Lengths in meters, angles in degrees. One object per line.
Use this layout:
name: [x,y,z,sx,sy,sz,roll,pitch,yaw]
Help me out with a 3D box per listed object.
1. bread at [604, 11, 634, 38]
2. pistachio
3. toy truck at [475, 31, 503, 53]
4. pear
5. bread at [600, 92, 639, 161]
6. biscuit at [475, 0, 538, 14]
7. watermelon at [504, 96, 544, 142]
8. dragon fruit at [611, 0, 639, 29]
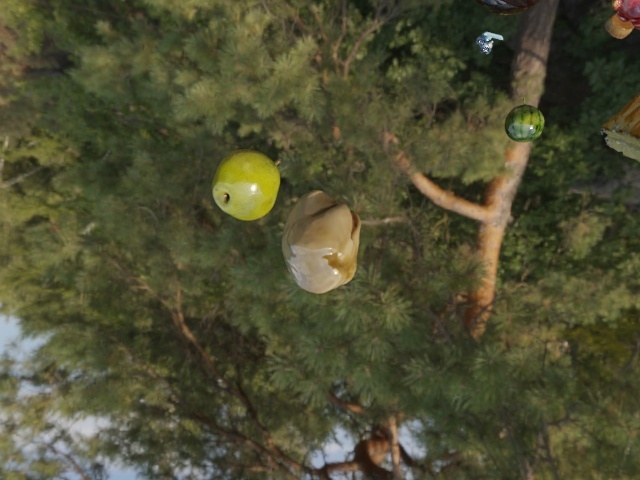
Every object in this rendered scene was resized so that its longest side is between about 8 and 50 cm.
bread: [0.952,-0.681,1.694,0.084,0.085,0.053,7,152,-2]
pistachio: [0.000,0.000,2.071,0.281,0.365,0.446,27,-148,-42]
toy truck: [0.638,-0.753,2.005,0.090,0.073,0.056,-31,-162,14]
pear: [-0.175,-0.151,1.359,0.166,0.180,0.216,20,-141,21]
bread: [0.799,-0.273,1.186,0.111,0.246,0.239,46,-172,-24]
biscuit: [0.556,-0.910,1.692,0.406,0.408,0.091,6,169,-28]
watermelon: [0.533,-0.309,1.389,0.108,0.109,0.109,7,-178,0]
dragon fruit: [0.683,-0.517,1.136,0.068,0.126,0.112,-41,-160,-29]
